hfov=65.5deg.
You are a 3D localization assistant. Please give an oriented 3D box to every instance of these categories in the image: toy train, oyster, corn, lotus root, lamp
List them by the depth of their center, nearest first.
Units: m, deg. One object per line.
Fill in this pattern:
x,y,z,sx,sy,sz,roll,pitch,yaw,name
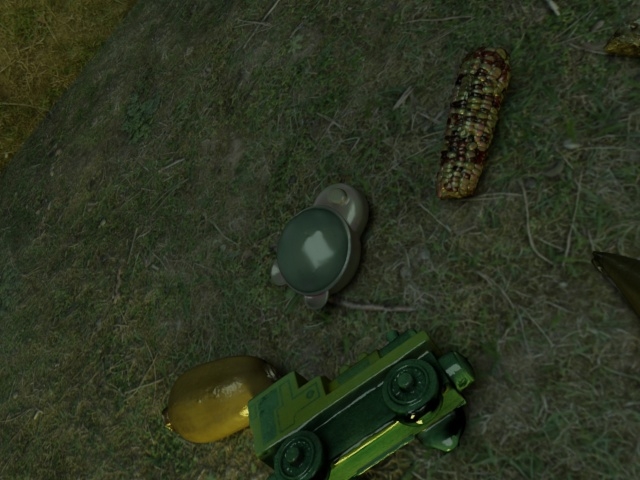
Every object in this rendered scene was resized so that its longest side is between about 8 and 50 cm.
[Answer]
0.523,-0.311,0.741,0.177,0.056,0.106,-9,57,32,oyster
0.061,0.265,0.789,0.368,0.150,0.237,-36,30,6,toy train
0.265,-0.202,0.865,0.092,0.092,0.281,10,83,37,corn
-0.001,-0.002,0.965,0.179,0.108,0.246,30,91,34,lamp
-0.204,0.312,0.977,0.303,0.130,0.146,-27,58,25,lotus root

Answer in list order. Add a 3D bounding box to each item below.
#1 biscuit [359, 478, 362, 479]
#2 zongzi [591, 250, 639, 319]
0.047,0.498,0.765,0.306,0.043,0.284,-15,60,43,biscuit
0.435,0.162,0.599,0.289,0.123,0.260,17,86,48,zongzi
